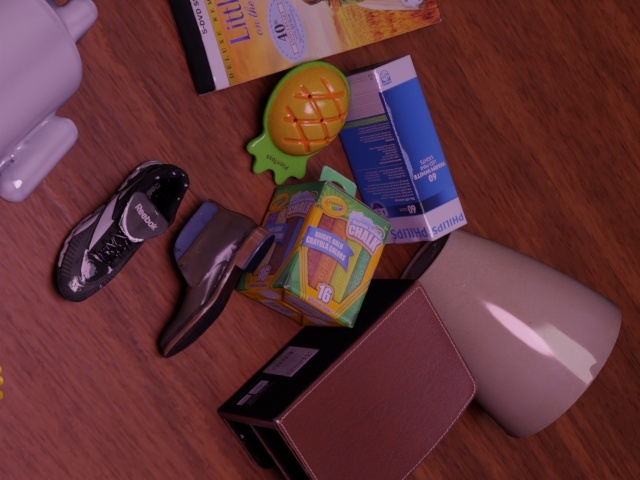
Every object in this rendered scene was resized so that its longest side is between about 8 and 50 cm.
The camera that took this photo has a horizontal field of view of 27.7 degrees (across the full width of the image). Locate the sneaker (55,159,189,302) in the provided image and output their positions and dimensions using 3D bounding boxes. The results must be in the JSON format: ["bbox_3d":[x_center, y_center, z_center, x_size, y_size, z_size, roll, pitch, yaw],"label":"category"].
[{"bbox_3d":[-0.250,-0.018,1.666,0.078,0.106,0.234,48,64,-21],"label":"sneaker"}]

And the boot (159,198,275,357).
[{"bbox_3d":[-0.168,0.049,1.751,0.106,0.082,0.219,38,83,12],"label":"boot"}]

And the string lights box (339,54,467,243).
[{"bbox_3d":[0.106,-0.127,1.888,0.077,0.133,0.259,-27,103,-33],"label":"string lights box"}]

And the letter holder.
[{"bbox_3d":[0.049,0.227,1.826,0.302,0.152,0.214,-42,112,-27],"label":"letter holder"}]

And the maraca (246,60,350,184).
[{"bbox_3d":[-0.030,-0.166,1.828,0.127,0.099,0.185,27,98,-33],"label":"maraca"}]

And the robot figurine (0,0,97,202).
[{"bbox_3d":[-0.419,-0.184,1.507,0.300,0.200,0.353,46,64,-6],"label":"robot figurine"}]

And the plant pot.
[{"bbox_3d":[0.256,0.112,1.933,0.274,0.256,0.256,38,67,-9],"label":"plant pot"}]

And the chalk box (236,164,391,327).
[{"bbox_3d":[0.000,0.000,1.812,0.132,0.132,0.213,31,72,-30],"label":"chalk box"}]

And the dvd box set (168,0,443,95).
[{"bbox_3d":[-0.035,-0.407,1.854,0.420,0.062,0.307,-21,99,-32],"label":"dvd box set"}]

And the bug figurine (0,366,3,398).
[{"bbox_3d":[-0.513,0.215,1.503,0.279,0.072,0.216,-2,95,-38],"label":"bug figurine"}]
